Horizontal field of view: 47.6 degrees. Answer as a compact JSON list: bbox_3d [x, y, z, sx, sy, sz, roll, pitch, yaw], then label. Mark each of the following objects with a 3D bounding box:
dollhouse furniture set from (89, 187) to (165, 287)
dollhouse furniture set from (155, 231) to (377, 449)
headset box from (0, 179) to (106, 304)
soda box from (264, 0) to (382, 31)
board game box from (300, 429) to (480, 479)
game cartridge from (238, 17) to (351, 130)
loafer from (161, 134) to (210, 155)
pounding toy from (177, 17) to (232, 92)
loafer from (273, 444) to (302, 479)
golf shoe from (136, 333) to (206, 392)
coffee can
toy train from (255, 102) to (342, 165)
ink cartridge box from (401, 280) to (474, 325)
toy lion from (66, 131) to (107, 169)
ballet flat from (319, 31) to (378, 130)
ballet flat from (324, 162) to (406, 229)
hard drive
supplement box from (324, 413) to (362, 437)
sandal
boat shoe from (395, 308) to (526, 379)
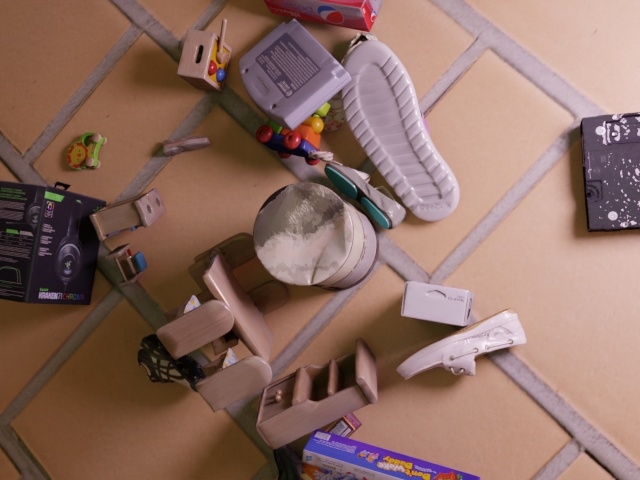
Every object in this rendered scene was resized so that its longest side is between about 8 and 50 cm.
[{"bbox_3d":[-0.433,-0.008,1.724,0.129,0.129,0.184,-16,105,13],"label":"dollhouse furniture set"},{"bbox_3d":[-0.089,0.191,1.487,0.256,0.362,0.394,-28,106,12],"label":"dollhouse furniture set"},{"bbox_3d":[-0.638,0.002,1.699,0.131,0.246,0.283,7,85,16],"label":"headset box"},{"bbox_3d":[-0.001,-0.545,1.618,0.263,0.092,0.083,17,77,23],"label":"soda box"},{"bbox_3d":[0.130,0.546,1.478,0.347,0.078,0.233,12,113,16],"label":"board game box"},{"bbox_3d":[-0.072,-0.369,1.616,0.196,0.060,0.294,-36,47,3],"label":"game cartridge"},{"bbox_3d":[-0.326,-0.236,1.744,0.125,0.045,0.039,-12,75,16],"label":"loafer"},{"bbox_3d":[-0.257,-0.435,1.698,0.100,0.130,0.141,13,88,16],"label":"pounding toy"},{"bbox_3d":[-0.070,0.486,1.601,0.061,0.062,0.170,-9,85,-8],"label":"loafer"},{"bbox_3d":[-0.346,0.304,1.687,0.198,0.077,0.094,36,105,22],"label":"golf shoe"},{"bbox_3d":[0.000,0.000,1.511,0.201,0.275,0.202,-1,84,14],"label":"coffee can"},{"bbox_3d":[-0.017,-0.247,1.597,0.248,0.105,0.143,18,82,39],"label":"toy train"},{"bbox_3d":[0.241,0.131,1.484,0.127,0.175,0.072,8,87,16],"label":"ink cartridge box"},{"bbox_3d":[-0.593,-0.224,1.822,0.096,0.034,0.100,15,88,24],"label":"toy lion"},{"bbox_3d":[0.054,-0.366,1.635,0.091,0.077,0.241,26,92,17],"label":"ballet flat"},{"bbox_3d":[0.102,-0.110,1.612,0.213,0.072,0.068,43,69,14],"label":"ballet flat"},{"bbox_3d":[0.703,-0.143,1.445,0.338,0.064,0.237,-4,84,15],"label":"hard drive"},{"bbox_3d":[0.049,0.402,1.557,0.055,0.083,0.043,-46,76,7],"label":"supplement box"},{"bbox_3d":[0.170,-0.233,1.586,0.169,0.102,0.416,-24,91,27],"label":"sandal"},{"bbox_3d":[0.292,0.237,1.501,0.277,0.098,0.096,-27,78,10],"label":"boat shoe"}]
